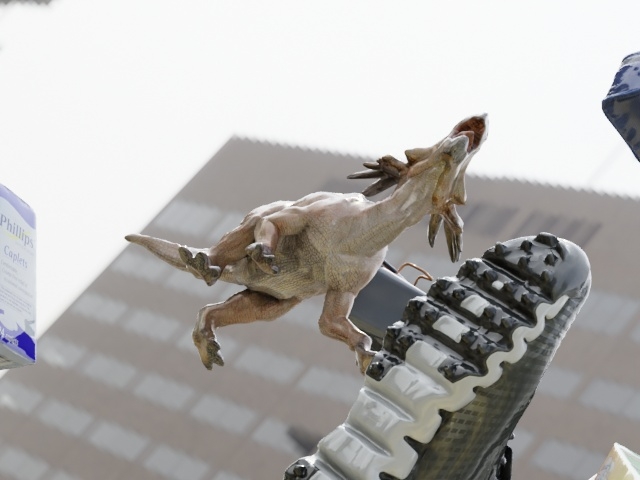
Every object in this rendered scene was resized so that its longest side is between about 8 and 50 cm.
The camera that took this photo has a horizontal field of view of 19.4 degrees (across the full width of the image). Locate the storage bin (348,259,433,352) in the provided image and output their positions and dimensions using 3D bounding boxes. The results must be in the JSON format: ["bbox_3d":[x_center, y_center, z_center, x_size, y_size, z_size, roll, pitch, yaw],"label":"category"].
[{"bbox_3d":[0.088,0.078,1.812,0.091,0.098,0.135,27,-11,41],"label":"storage bin"}]

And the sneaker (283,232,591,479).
[{"bbox_3d":[0.064,0.102,0.952,0.106,0.234,0.078,43,-5,-37],"label":"sneaker"}]

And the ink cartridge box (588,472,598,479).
[{"bbox_3d":[0.257,0.355,2.054,0.067,0.198,0.115,42,19,15],"label":"ink cartridge box"}]

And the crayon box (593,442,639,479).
[{"bbox_3d":[0.200,0.237,1.258,0.081,0.165,0.278,29,2,5],"label":"crayon box"}]

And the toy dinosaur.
[{"bbox_3d":[0.000,0.000,1.469,0.296,0.200,0.127,-4,-59,37],"label":"toy dinosaur"}]

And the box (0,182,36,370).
[{"bbox_3d":[-0.296,0.036,1.503,0.126,0.137,0.072,-11,-23,19],"label":"box"}]

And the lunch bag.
[{"bbox_3d":[0.277,-0.105,1.488,0.067,0.065,0.098,-9,-50,44],"label":"lunch bag"}]
